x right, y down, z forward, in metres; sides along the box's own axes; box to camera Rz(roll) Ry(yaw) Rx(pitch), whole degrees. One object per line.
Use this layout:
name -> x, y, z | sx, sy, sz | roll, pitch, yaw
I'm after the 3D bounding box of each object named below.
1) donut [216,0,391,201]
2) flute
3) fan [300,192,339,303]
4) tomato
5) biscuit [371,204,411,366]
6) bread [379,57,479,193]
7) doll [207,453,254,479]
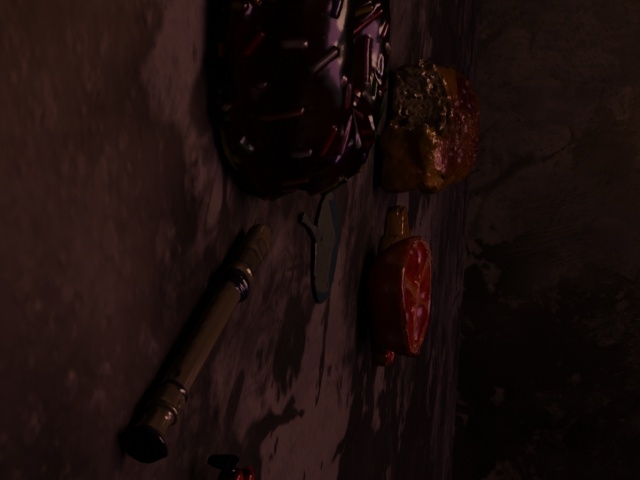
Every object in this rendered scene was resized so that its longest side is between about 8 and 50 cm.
donut -> -0.004, -0.143, 0.689 | 0.235, 0.089, 0.235 | 6, 90, -76
flute -> -0.068, 0.052, 0.607 | 0.233, 0.027, 0.027 | -65, 156, -57
fan -> 0.000, 0.000, 0.940 | 0.175, 0.005, 0.113 | 53, 43, -71
tomato -> 0.097, 0.067, 1.238 | 0.155, 0.069, 0.155 | 3, 90, -69
biscuit -> 0.104, 0.066, 1.362 | 0.166, 0.036, 0.225 | 76, 22, -57
bread -> 0.160, -0.165, 1.371 | 0.380, 0.109, 0.185 | -28, 122, -73
doll -> -0.053, 0.223, 0.657 | 0.109, 0.057, 0.169 | -64, 156, -55
